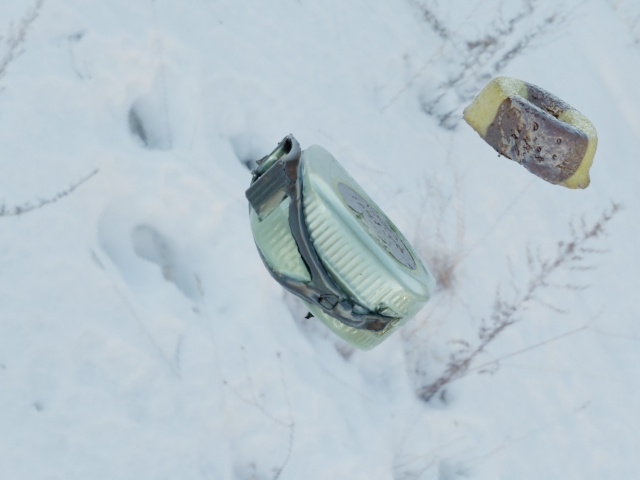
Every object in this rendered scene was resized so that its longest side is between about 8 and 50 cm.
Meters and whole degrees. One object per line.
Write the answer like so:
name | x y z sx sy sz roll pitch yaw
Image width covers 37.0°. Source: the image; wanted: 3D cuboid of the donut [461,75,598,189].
donut | 0.269 -0.140 1.193 0.166 0.073 0.184 9 30 -28

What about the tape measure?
tape measure | 0.000 0.000 0.963 0.235 0.115 0.207 48 16 1
